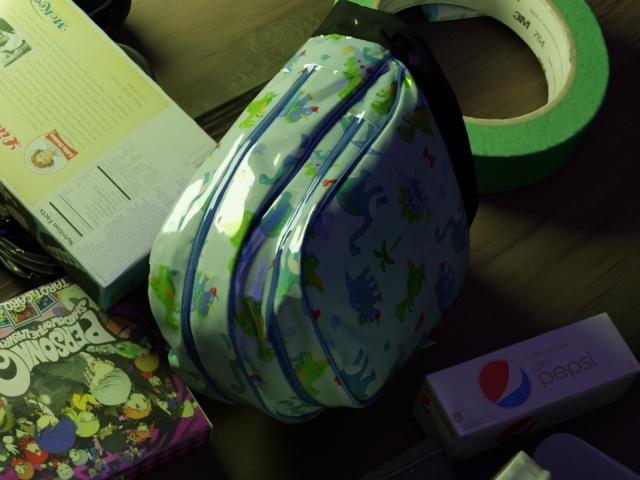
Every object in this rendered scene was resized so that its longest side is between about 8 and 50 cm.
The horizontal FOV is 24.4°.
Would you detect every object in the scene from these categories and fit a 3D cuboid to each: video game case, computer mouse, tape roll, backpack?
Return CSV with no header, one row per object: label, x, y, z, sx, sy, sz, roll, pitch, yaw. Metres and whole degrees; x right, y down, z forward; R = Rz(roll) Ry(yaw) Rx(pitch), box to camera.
video game case,0.190,-0.322,1.812,0.166,0.015,0.119,-9,58,-18
video game case,-0.250,0.146,1.367,0.232,0.042,0.210,-23,64,-26
computer mouse,-0.272,-0.089,1.518,0.188,0.072,0.272,32,67,10
tape roll,0.164,-0.206,1.675,0.321,0.077,0.321,6,57,-9
backpack,0.000,0.000,1.358,0.355,0.290,0.273,-37,41,-25

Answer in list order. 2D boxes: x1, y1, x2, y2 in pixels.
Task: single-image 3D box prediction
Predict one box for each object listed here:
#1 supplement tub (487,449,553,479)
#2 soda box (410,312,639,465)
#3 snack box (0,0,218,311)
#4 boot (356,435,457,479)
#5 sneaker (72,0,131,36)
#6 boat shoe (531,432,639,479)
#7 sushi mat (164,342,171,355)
supplement tub,0.207,0.352,1.156,0.331,0.241,0.241,44,58,9
soda box,0.201,0.145,1.450,0.216,0.069,0.074,-17,60,-22
snack box,-0.246,-0.105,1.454,0.187,0.060,0.322,-39,75,-23
boot,0.106,0.295,1.331,0.189,0.076,0.208,-28,72,-26
sneaker,-0.344,-0.239,1.599,0.271,0.100,0.108,-20,37,-21
boat shoe,0.296,0.258,1.326,0.084,0.095,0.258,30,10,-40
sushi mat,-0.048,0.009,1.523,0.151,0.019,0.317,15,54,0
